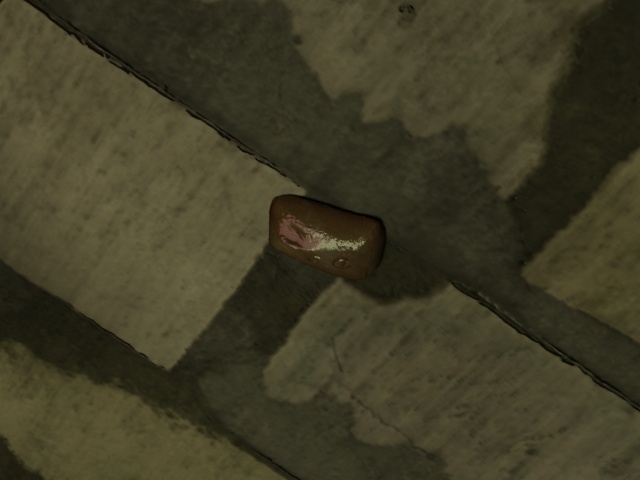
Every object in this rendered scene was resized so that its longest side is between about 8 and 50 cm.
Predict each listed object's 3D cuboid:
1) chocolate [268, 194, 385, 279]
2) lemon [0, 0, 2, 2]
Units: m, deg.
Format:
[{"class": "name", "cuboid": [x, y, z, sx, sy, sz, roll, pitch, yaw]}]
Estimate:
[{"class": "chocolate", "cuboid": [0.000, 0.000, 1.561, 0.101, 0.031, 0.064, 19, 132, 12]}, {"class": "lemon", "cuboid": [-0.322, -0.237, 1.362, 0.253, 0.228, 0.228, -28, 114, 41]}]
